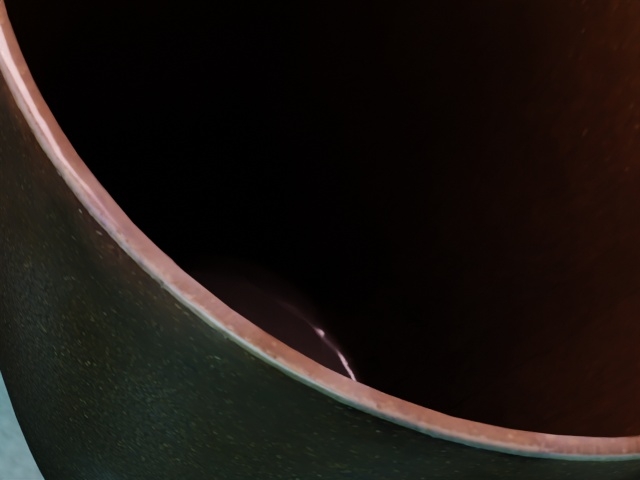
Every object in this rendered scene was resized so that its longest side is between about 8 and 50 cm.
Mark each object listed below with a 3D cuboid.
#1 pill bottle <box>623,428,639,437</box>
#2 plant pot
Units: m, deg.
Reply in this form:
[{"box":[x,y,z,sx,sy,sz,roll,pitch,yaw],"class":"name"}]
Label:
[{"box":[0.120,0.134,0.486,0.188,0.188,0.334,44,129,-8],"class":"pill bottle"},{"box":[0.000,0.000,0.460,0.215,0.215,0.230,33,145,1],"class":"plant pot"}]
